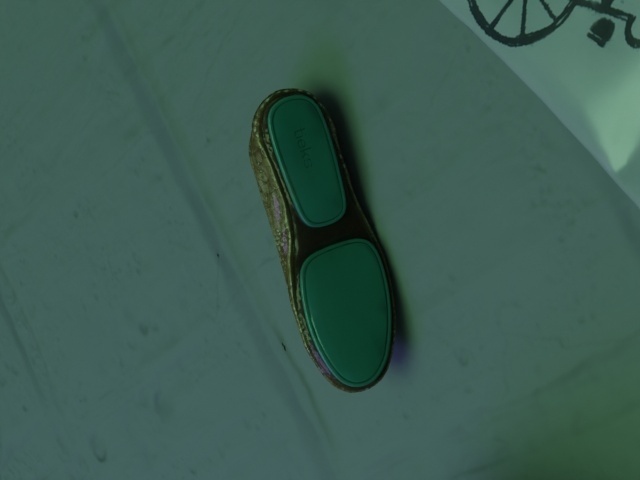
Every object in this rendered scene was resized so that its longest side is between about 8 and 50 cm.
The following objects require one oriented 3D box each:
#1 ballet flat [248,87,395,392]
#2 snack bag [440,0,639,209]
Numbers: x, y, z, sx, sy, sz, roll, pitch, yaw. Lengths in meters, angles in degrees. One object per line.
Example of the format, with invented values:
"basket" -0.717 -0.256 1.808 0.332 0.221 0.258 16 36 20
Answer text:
"ballet flat" 0.000 0.000 0.854 0.067 0.073 0.206 169 89 -74
"snack bag" 0.157 -0.230 0.577 0.342 0.037 0.323 51 118 26
